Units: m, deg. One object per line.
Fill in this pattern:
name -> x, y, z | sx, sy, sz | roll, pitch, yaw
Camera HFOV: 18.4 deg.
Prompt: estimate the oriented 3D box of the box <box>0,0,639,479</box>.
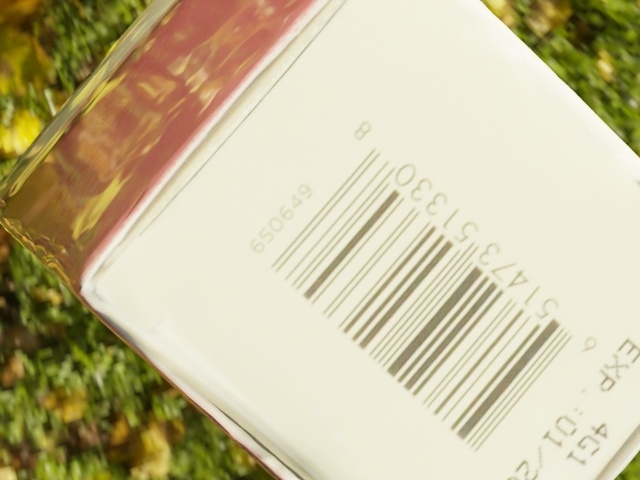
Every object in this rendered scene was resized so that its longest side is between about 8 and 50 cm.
box -> 0.000, 0.000, 0.610 | 0.148, 0.232, 0.127 | 42, 85, -15
